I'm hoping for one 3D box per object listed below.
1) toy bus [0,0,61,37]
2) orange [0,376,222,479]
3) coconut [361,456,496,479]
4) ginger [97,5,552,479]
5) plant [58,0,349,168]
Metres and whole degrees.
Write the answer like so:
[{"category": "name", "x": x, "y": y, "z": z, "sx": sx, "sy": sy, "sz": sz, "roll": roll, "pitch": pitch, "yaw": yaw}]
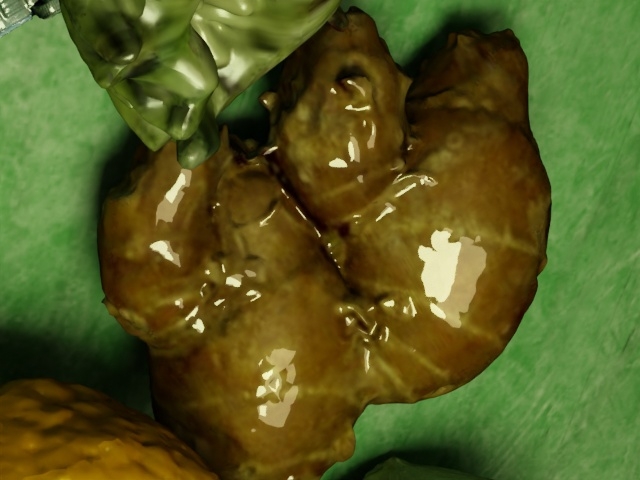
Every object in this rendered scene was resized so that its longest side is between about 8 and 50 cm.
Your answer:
[{"category": "toy bus", "x": -0.141, "y": -0.176, "z": 1.083, "sx": 0.153, "sy": 0.061, "sz": 0.051, "roll": -32, "pitch": 112, "yaw": -9}, {"category": "orange", "x": -0.182, "y": 0.261, "z": 1.159, "sx": 0.293, "sy": 0.341, "sz": 0.340, "roll": -40, "pitch": 134, "yaw": -30}, {"category": "coconut", "x": 0.082, "y": 0.280, "z": 1.405, "sx": 0.227, "sy": 0.230, "sz": 0.227, "roll": -18, "pitch": 155, "yaw": -9}, {"category": "ginger", "x": 0.010, "y": -0.004, "z": 1.231, "sx": 0.357, "sy": 0.152, "sz": 0.274, "roll": -32, "pitch": 110, "yaw": -8}, {"category": "plant", "x": -0.107, "y": -0.213, "z": 0.996, "sx": 0.180, "sy": 0.333, "sz": 0.251, "roll": -31, "pitch": 162, "yaw": -13}]
